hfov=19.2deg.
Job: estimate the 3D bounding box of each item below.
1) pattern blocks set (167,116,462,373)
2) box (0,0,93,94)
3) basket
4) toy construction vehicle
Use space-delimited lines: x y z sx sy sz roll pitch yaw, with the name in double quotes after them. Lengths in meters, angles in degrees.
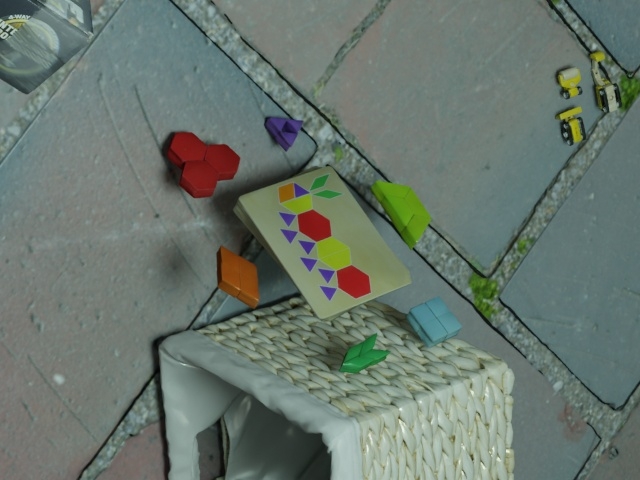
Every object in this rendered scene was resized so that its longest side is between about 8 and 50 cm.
0.000 0.000 2.062 0.285 0.325 0.026 -11 151 -32 "pattern blocks set"
-0.351 -0.348 1.635 0.097 0.395 0.318 -35 131 23 "box"
0.018 0.260 2.117 0.266 0.331 0.328 -20 117 -35 "basket"
0.331 -0.180 2.386 0.086 0.035 0.098 -25 115 -15 "toy construction vehicle"
